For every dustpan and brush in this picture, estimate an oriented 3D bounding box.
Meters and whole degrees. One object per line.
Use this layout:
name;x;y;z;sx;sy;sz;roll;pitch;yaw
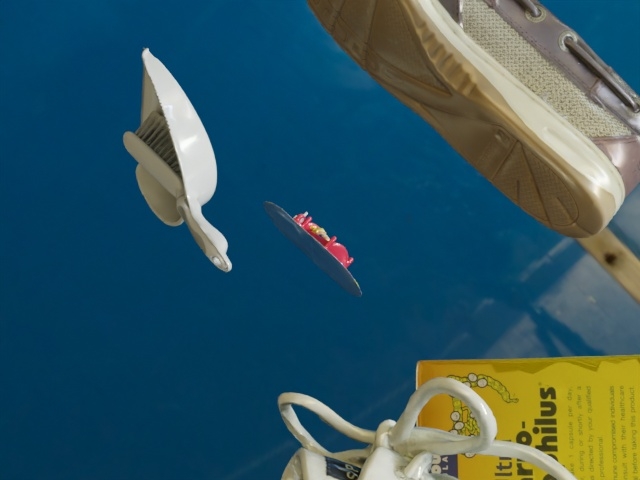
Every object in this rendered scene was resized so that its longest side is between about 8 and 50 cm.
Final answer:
dustpan and brush;-0.123;-0.051;1.038;0.060;0.147;0.211;-27;-123;-31

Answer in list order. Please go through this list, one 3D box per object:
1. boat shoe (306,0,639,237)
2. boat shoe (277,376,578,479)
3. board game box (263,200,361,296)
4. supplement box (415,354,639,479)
boat shoe;0.087;-0.128;0.709;0.092;0.103;0.285;-41;-99;-22
boat shoe;0.019;0.127;0.474;0.136;0.367;0.156;118;-37;-56
board game box;0.000;0.000;1.479;0.169;0.133;0.033;42;-100;11
supplement box;0.306;0.230;1.328;0.357;0.194;0.195;-5;-100;25
